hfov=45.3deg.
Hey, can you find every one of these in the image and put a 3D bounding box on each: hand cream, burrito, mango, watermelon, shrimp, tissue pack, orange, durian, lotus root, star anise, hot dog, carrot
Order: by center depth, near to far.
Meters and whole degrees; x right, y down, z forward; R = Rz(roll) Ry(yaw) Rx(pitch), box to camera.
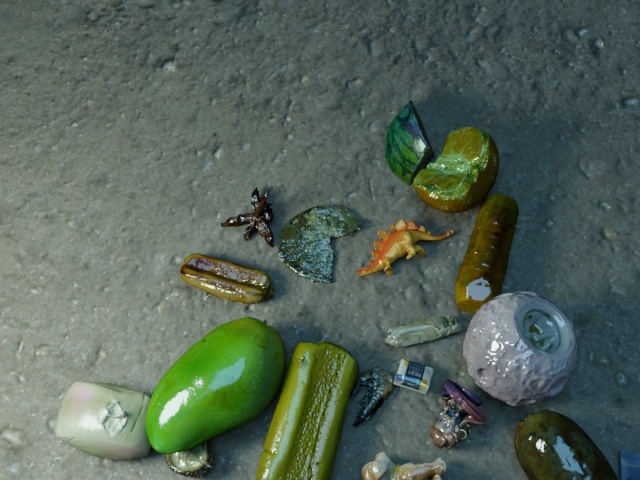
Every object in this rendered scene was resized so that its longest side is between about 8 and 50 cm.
[{"bbox_3d":[0.536,0.496,1.673,0.160,0.152,0.274,-36,67,-1],"label":"lotus root"},{"bbox_3d":[0.682,0.598,1.674,0.091,0.058,0.271,16,64,7],"label":"hand cream"},{"bbox_3d":[-0.237,0.340,1.767,0.382,0.201,0.225,-42,79,-18],"label":"mango"},{"bbox_3d":[-0.290,0.506,1.772,0.140,0.071,0.110,21,54,37],"label":"durian"},{"bbox_3d":[0.222,0.322,1.823,0.083,0.042,0.062,18,50,9],"label":"tissue pack"},{"bbox_3d":[0.110,0.370,1.824,0.091,0.034,0.161,29,64,18],"label":"shrimp"},{"bbox_3d":[0.247,0.219,1.868,0.188,0.045,0.058,-13,60,1],"label":"burrito"},{"bbox_3d":[0.412,0.035,1.901,0.114,0.114,0.301,16,66,11],"label":"carrot"},{"bbox_3d":[-0.235,0.105,1.943,0.250,0.076,0.104,15,50,7],"label":"hot dog"},{"bbox_3d":[0.353,-0.167,1.959,0.179,0.158,0.237,19,66,45],"label":"orange"},{"bbox_3d":[-0.169,-0.071,1.975,0.158,0.144,0.140,31,81,15],"label":"star anise"},{"bbox_3d":[0.230,-0.281,2.025,0.128,0.146,0.231,-16,69,-2],"label":"watermelon"}]

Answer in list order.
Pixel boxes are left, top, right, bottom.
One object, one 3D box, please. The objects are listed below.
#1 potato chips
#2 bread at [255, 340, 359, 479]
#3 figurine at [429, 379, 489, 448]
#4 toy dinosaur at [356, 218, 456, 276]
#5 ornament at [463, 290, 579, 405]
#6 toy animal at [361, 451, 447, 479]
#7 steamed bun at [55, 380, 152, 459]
[{"bbox_3d":[-0.001,-0.002,1.990,0.202,0.029,0.220,39,77,21],"label":"potato chips"},{"bbox_3d":[-0.031,0.418,1.765,0.166,0.112,0.383,20,69,-10],"label":"bread"},{"bbox_3d":[0.316,0.407,1.761,0.126,0.114,0.156,22,99,49],"label":"figurine"},{"bbox_3d":[0.205,0.005,1.953,0.288,0.070,0.117,-30,68,-13],"label":"toy dinosaur"},{"bbox_3d":[0.449,0.246,1.740,0.260,0.225,0.259,11,53,-15],"label":"ornament"},{"bbox_3d":[0.180,0.567,1.701,0.185,0.104,0.183,5,75,2],"label":"toy animal"},{"bbox_3d":[-0.503,0.413,1.786,0.239,0.152,0.169,9,67,6],"label":"steamed bun"}]
